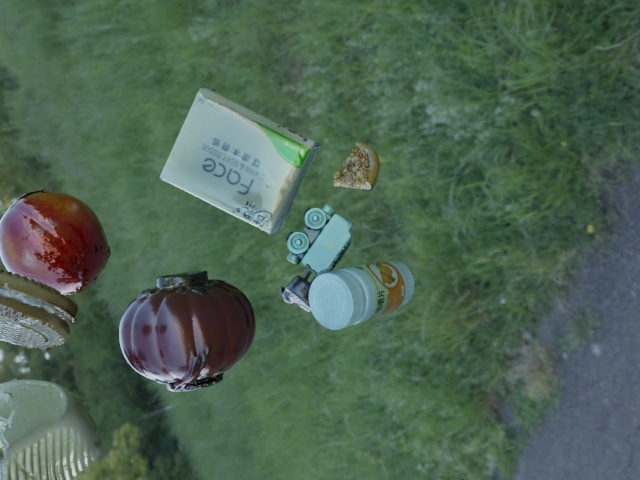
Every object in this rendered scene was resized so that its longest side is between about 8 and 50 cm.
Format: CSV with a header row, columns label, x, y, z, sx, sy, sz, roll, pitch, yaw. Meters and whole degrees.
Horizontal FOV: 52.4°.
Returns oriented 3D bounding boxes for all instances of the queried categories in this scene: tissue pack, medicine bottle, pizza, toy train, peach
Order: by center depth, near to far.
label,x,y,z,sx,sy,sz,roll,pitch,yaw
pizza,0.084,-0.174,1.581,0.041,0.131,0.178,47,-145,-39
medicine bottle,0.127,0.145,1.834,0.158,0.318,0.158,7,101,39
toy train,0.000,0.000,1.911,0.163,0.203,0.112,35,178,6
tissue pack,-0.249,-0.254,2.066,0.332,0.405,0.205,-64,-4,8
peach,-0.908,0.012,2.234,0.370,0.370,0.370,163,90,-82

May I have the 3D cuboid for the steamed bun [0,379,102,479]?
label,x,y,z,sx,sy,sz,roll,pitch,yaw
steamed bun,-0.715,0.469,1.606,0.272,0.273,0.290,40,146,27

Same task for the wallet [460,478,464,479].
label,x,y,z,sx,sy,sz,roll,pitch,yaw
wallet,0.317,0.696,1.351,0.197,0.051,0.378,63,-159,-55

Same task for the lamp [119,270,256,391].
label,x,y,z,sx,sy,sz,roll,pitch,yaw
lamp,-0.296,0.201,1.461,0.303,0.303,0.257,180,81,-82

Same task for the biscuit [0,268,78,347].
label,x,y,z,sx,sy,sz,roll,pitch,yaw
biscuit,-0.550,0.119,1.132,0.259,0.259,0.079,90,-171,-65

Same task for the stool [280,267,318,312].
label,x,y,z,sx,sy,sz,roll,pitch,yaw
stool,-0.054,0.165,2.155,0.125,0.121,0.217,45,163,-18
